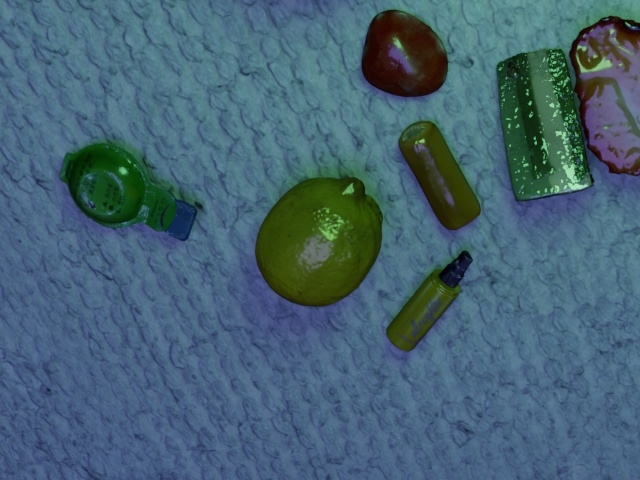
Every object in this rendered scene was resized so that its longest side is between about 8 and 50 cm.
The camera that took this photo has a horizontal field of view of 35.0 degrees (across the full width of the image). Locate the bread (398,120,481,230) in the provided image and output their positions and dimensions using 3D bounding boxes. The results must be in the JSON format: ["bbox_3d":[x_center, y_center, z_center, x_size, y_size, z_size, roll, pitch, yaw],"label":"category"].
[{"bbox_3d":[0.242,-0.129,2.079,0.092,0.074,0.239,-22,112,27],"label":"bread"}]

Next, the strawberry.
[{"bbox_3d":[0.607,-0.275,1.889,0.265,0.149,0.336,-35,96,31],"label":"strawberry"}]

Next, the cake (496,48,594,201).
[{"bbox_3d":[0.427,-0.208,1.942,0.157,0.172,0.284,-10,114,15],"label":"cake"}]

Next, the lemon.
[{"bbox_3d":[0.000,0.000,2.107,0.245,0.245,0.320,32,115,-7],"label":"lemon"}]

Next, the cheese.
[{"bbox_3d":[-0.425,-0.099,2.232,0.320,0.083,0.204,25,119,1],"label":"cheese"}]

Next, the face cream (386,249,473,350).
[{"bbox_3d":[0.246,0.127,2.218,0.078,0.078,0.273,32,120,-7],"label":"face cream"}]

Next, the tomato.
[{"bbox_3d":[0.163,-0.350,1.967,0.174,0.082,0.166,17,120,5],"label":"tomato"}]
